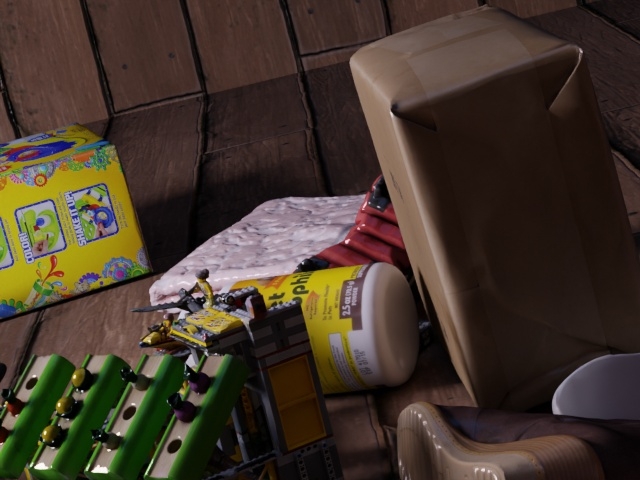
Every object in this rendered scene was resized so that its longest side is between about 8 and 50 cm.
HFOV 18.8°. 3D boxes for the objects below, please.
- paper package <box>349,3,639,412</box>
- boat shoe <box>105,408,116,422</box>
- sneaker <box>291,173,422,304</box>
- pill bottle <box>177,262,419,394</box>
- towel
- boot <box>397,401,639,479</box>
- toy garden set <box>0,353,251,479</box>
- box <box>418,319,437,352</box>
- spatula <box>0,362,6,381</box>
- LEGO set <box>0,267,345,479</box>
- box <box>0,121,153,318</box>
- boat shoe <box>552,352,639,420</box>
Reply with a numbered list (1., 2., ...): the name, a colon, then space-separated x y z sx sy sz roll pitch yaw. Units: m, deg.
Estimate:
1. paper package: 0.159 -0.033 1.727 0.168 0.309 0.325 -18 13 -2
2. boat shoe: -0.185 0.161 1.874 0.035 0.035 0.100 -13 6 15
3. sneaker: 0.047 0.044 1.986 0.097 0.135 0.276 28 60 25
4. pill bottle: -0.023 0.089 1.822 0.215 0.117 0.117 -8 14 22
5. towel: 0.000 0.000 2.313 0.317 0.053 0.332 -7 14 26
6. boot: 0.183 0.166 1.449 0.206 0.090 0.248 -3 5 -19
7. toy garden set: -0.192 0.167 1.471 0.244 0.049 0.204 -4 51 42
8. box: 0.070 0.101 1.896 0.067 0.018 0.083 -6 16 30
9. spatula: -0.312 0.163 1.654 0.084 0.030 0.296 -15 19 10
10. LEGO set: -0.137 0.126 1.620 0.255 0.192 0.331 -17 14 -15
11. box: -0.399 -0.020 2.523 0.279 0.177 0.290 -18 14 -14
12. boat shoe: 0.262 0.117 1.562 0.184 0.066 0.063 -24 -19 -25
